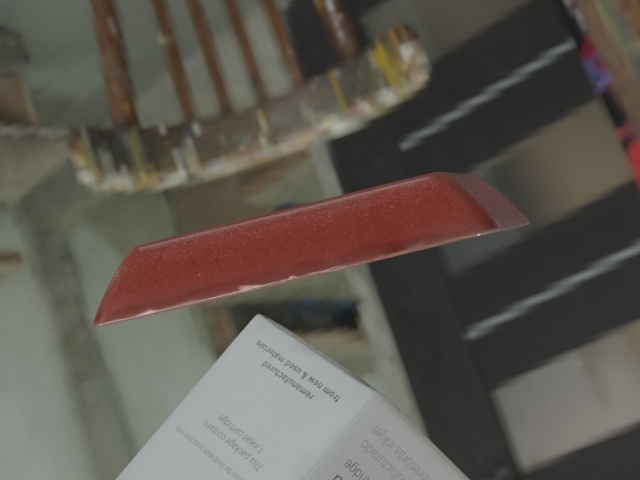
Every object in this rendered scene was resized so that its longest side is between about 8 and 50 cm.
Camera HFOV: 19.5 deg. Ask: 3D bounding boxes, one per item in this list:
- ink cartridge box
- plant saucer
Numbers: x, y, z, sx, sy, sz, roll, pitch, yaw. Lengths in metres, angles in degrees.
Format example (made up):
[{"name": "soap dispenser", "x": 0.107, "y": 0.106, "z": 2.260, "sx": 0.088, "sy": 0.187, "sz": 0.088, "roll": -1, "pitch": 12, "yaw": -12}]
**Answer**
[{"name": "ink cartridge box", "x": -0.038, "y": 0.215, "z": 0.965, "sx": 0.283, "sy": 0.117, "sz": 0.207, "roll": -50, "pitch": 129, "yaw": -8}, {"name": "plant saucer", "x": 0.000, "y": 0.000, "z": 1.238, "sx": 0.258, "sy": 0.047, "sz": 0.259, "roll": -14, "pitch": 178, "yaw": 11}]
